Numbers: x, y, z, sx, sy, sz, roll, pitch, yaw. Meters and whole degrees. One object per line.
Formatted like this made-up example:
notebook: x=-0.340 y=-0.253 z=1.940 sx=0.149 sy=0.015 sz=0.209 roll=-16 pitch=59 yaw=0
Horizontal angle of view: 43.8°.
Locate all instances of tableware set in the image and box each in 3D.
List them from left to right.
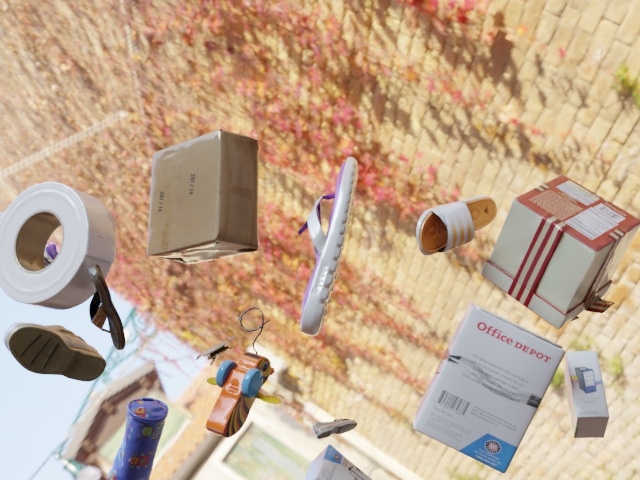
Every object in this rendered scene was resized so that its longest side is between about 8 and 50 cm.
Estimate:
tableware set: x=-0.303 y=0.331 z=2.363 sx=0.128 sy=0.039 sz=0.194 roll=-30 pitch=-1 yaw=-10

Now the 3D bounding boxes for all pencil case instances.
pencil case: x=-0.534 y=0.599 z=2.327 sx=0.119 sy=0.133 sz=0.306 roll=9 pitch=-65 yaw=-25

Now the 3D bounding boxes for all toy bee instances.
toy bee: x=-0.165 y=0.340 z=1.940 sx=0.298 sy=0.195 sz=0.162 roll=-52 pitch=-30 yaw=-2

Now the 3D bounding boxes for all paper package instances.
paper package: x=-0.333 y=-0.116 z=2.262 sx=0.168 sy=0.310 sz=0.324 roll=15 pitch=-111 yaw=-49

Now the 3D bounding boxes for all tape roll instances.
tape roll: x=-0.608 y=0.014 z=1.816 sx=0.286 sy=0.286 sz=0.100 roll=-59 pitch=-29 yaw=0

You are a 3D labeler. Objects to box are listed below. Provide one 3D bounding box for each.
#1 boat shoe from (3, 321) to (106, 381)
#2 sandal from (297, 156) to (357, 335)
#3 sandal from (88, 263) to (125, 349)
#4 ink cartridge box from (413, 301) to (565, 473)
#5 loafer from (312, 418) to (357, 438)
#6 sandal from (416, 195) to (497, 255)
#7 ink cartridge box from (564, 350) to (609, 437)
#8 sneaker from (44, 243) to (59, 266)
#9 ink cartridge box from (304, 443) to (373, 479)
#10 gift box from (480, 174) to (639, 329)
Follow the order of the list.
boat shoe: x=-0.667 y=0.265 z=1.965 sx=0.113 sy=0.103 sz=0.302 roll=-50 pitch=-37 yaw=-4
sandal: x=0.001 y=-0.008 z=1.665 sx=0.169 sy=0.102 sz=0.416 roll=97 pitch=-174 yaw=-62
sandal: x=-0.477 y=0.151 z=1.734 sx=0.060 sy=0.090 sz=0.219 roll=-22 pitch=-49 yaw=-18
ink cartridge box: x=0.479 y=0.413 z=2.288 sx=0.394 sy=0.286 sz=0.166 roll=-64 pitch=-5 yaw=4
loafer: x=0.036 y=0.452 z=1.951 sx=0.125 sy=0.039 sz=0.045 roll=-4 pitch=-43 yaw=-39
sandal: x=0.326 y=-0.045 z=1.801 sx=0.265 sy=0.076 sz=0.101 roll=-24 pitch=-74 yaw=-33
ink cartridge box: x=0.771 y=0.448 z=2.318 sx=0.154 sy=0.093 sz=0.212 roll=72 pitch=-162 yaw=-53
sneaker: x=-0.744 y=0.079 z=2.329 sx=0.170 sy=0.068 sz=0.071 roll=55 pitch=-127 yaw=-24
ink cartridge box: x=0.062 y=0.628 z=1.971 sx=0.086 sy=0.203 sz=0.148 roll=-50 pitch=3 yaw=21
gift box: x=0.561 y=0.033 z=1.822 sx=0.276 sy=0.255 sz=0.258 roll=-18 pitch=-43 yaw=-38
